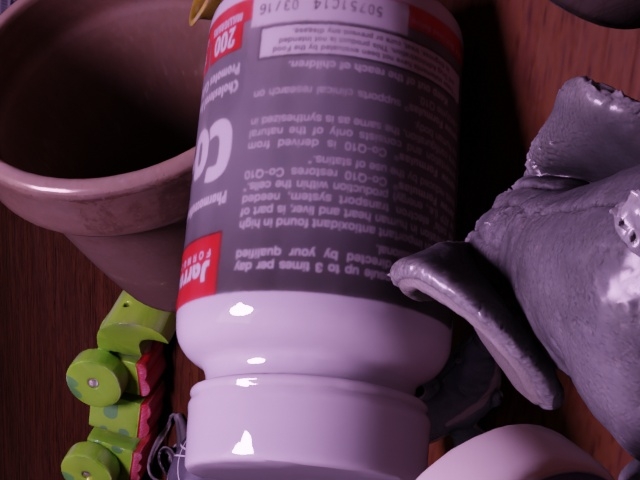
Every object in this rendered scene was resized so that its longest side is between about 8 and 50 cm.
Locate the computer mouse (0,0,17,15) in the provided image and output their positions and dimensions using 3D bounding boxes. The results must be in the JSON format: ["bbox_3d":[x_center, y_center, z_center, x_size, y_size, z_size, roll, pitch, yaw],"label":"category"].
[{"bbox_3d":[-0.291,-0.224,1.310,0.272,0.072,0.188,26,127,11],"label":"computer mouse"}]

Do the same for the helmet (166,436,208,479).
[{"bbox_3d":[-0.032,0.195,0.891,0.169,0.161,0.169,24,118,60],"label":"helmet"}]

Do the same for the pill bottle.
[{"bbox_3d":[0.000,0.000,0.699,0.161,0.161,0.283,147,131,-61],"label":"pill bottle"}]

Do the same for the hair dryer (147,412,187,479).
[{"bbox_3d":[-0.137,0.292,1.217,0.293,0.080,0.224,-20,78,63],"label":"hair dryer"}]

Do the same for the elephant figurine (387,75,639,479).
[{"bbox_3d":[0.118,0.017,0.538,0.239,0.169,0.186,33,130,52],"label":"elephant figurine"}]

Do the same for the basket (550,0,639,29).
[{"bbox_3d":[0.162,-0.198,0.420,0.204,0.154,0.227,52,151,-15],"label":"basket"}]

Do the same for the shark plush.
[{"bbox_3d":[0.083,0.097,0.744,0.161,0.067,0.073,-50,52,55],"label":"shark plush"}]

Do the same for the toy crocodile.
[{"bbox_3d":[-0.224,0.192,1.353,0.115,0.105,0.340,-61,-15,-55],"label":"toy crocodile"}]

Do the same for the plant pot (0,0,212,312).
[{"bbox_3d":[-0.123,-0.063,0.941,0.263,0.263,0.229,58,169,40],"label":"plant pot"}]

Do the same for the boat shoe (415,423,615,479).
[{"bbox_3d":[0.121,0.226,0.450,0.158,0.127,0.340,41,157,48],"label":"boat shoe"}]

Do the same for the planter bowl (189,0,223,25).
[{"bbox_3d":[-0.003,-0.224,0.775,0.217,0.090,0.217,-59,17,30],"label":"planter bowl"}]
